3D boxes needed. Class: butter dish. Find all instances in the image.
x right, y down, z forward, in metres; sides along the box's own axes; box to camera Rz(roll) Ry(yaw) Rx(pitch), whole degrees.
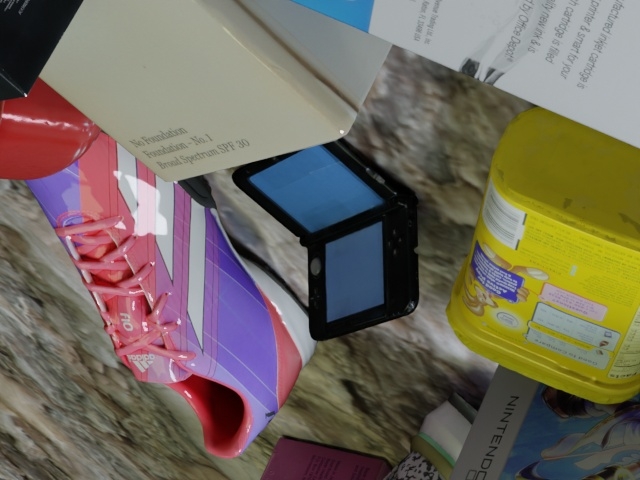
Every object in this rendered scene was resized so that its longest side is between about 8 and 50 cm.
[{"bbox_3d":[-0.150,-0.096,0.856,0.118,0.160,0.160,11,163,-25],"label":"butter dish"}]

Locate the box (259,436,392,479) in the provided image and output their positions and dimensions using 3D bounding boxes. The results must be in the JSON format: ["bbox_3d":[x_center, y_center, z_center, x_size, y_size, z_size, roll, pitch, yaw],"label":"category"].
[{"bbox_3d":[0.015,0.335,1.387,0.117,0.214,0.243,8,148,33],"label":"box"}]

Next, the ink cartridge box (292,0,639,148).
[{"bbox_3d":[0.093,-0.129,0.609,0.203,0.086,0.148,23,153,5],"label":"ink cartridge box"}]

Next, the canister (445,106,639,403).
[{"bbox_3d":[0.141,0.011,0.840,0.126,0.073,0.170,22,152,10],"label":"canister"}]

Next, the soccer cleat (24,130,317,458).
[{"bbox_3d":[-0.114,0.027,1.051,0.108,0.116,0.318,3,146,39],"label":"soccer cleat"}]

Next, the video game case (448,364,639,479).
[{"bbox_3d":[0.193,0.160,0.869,0.269,0.244,0.061,2,144,40],"label":"video game case"}]

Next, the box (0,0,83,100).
[{"bbox_3d":[-0.154,-0.096,0.669,0.083,0.062,0.052,-2,144,46],"label":"box"}]

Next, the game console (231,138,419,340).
[{"bbox_3d":[0.000,0.000,0.955,0.071,0.107,0.122,7,165,-29],"label":"game console"}]

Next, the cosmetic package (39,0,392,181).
[{"bbox_3d":[-0.116,-0.169,0.701,0.309,0.113,0.160,39,151,-26],"label":"cosmetic package"}]

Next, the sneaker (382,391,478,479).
[{"bbox_3d":[0.070,0.271,1.215,0.158,0.182,0.410,51,162,31],"label":"sneaker"}]
